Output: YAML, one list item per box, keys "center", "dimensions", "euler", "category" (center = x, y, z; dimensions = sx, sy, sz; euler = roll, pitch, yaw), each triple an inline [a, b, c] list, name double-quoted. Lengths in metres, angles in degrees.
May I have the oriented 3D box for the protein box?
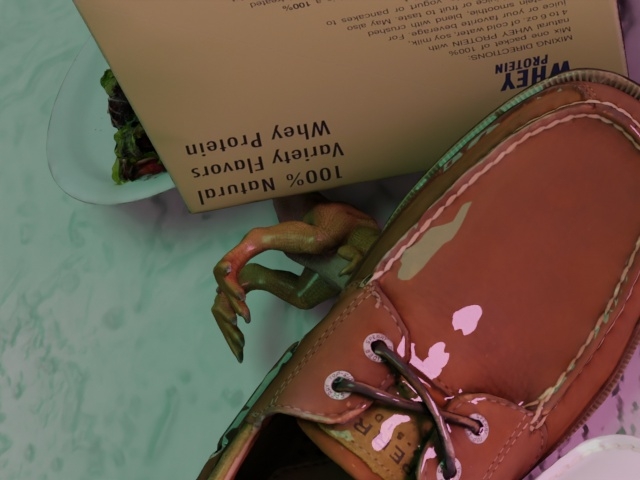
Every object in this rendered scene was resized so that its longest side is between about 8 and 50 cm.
- center: [0.011, -0.134, 0.732]
  dimensions: [0.200, 0.201, 0.136]
  euler: [-10, 57, 9]
  category: "protein box"

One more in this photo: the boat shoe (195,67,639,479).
- center: [0.032, 0.072, 0.679]
  dimensions: [0.111, 0.104, 0.307]
  euler: [36, 101, 4]
  category: "boat shoe"

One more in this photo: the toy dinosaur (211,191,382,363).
- center: [0.000, 0.000, 0.815]
  dimensions: [0.112, 0.064, 0.211]
  euler: [-27, 38, -17]
  category: "toy dinosaur"

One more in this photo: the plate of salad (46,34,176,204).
- center: [-0.065, -0.103, 0.898]
  dimensions: [0.200, 0.048, 0.199]
  euler: [-26, 39, 23]
  category: "plate of salad"

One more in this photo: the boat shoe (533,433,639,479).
- center: [0.044, 0.152, 0.596]
  dimensions: [0.098, 0.096, 0.277]
  euler: [3, 42, 43]
  category: "boat shoe"
